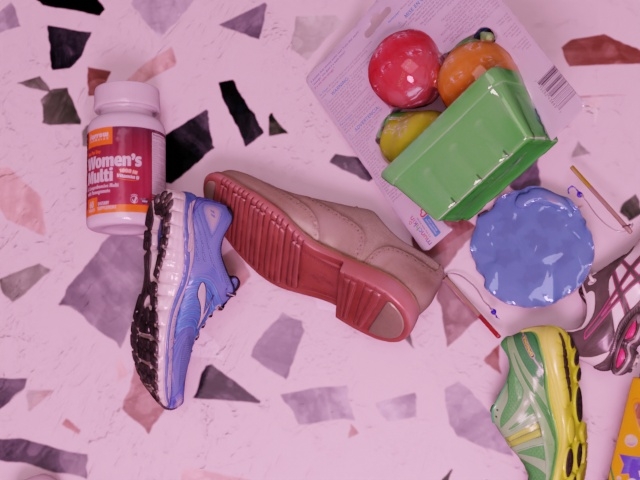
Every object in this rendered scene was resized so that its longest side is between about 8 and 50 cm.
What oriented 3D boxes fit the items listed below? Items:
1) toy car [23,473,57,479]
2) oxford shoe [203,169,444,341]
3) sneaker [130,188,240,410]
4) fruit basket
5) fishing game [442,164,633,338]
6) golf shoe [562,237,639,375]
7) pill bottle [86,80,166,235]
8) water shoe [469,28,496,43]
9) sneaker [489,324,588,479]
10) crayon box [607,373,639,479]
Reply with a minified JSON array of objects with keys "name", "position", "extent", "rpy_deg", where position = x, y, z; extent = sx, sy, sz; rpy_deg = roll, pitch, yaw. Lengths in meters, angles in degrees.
[{"name":"toy car","position":[-0.438,0.436,1.465],"extent":[0.182,0.136,0.159],"rpy_deg":[-24,79,0]},{"name":"oxford shoe","position":[0.000,0.000,1.530],"extent":[0.397,0.140,0.146],"rpy_deg":[34,51,15]},{"name":"sneaker","position":[-0.188,0.094,1.500],"extent":[0.147,0.129,0.330],"rpy_deg":[5,102,-29]},{"name":"fruit basket","position":[0.173,-0.217,1.496],"extent":[0.327,0.165,0.353],"rpy_deg":[-45,61,28]},{"name":"fishing game","position":[0.314,0.012,1.518],"extent":[0.264,0.041,0.189],"rpy_deg":[-43,66,4]},{"name":"golf shoe","position":[0.444,0.058,1.475],"extent":[0.120,0.105,0.273],"rpy_deg":[23,81,18]},{"name":"pill bottle","position":[-0.298,-0.124,1.560],"extent":[0.121,0.121,0.221],"rpy_deg":[-3,80,5]},{"name":"water shoe","position":[0.248,-0.297,1.579],"extent":[0.080,0.073,0.203],"rpy_deg":[7,87,-12]},{"name":"sneaker","position":[0.311,0.270,1.460],"extent":[0.123,0.109,0.296],"rpy_deg":[-3,85,37]},{"name":"crayon box","position":[0.510,0.323,1.404],"extent":[0.203,0.083,0.323],"rpy_deg":[12,80,24]}]
